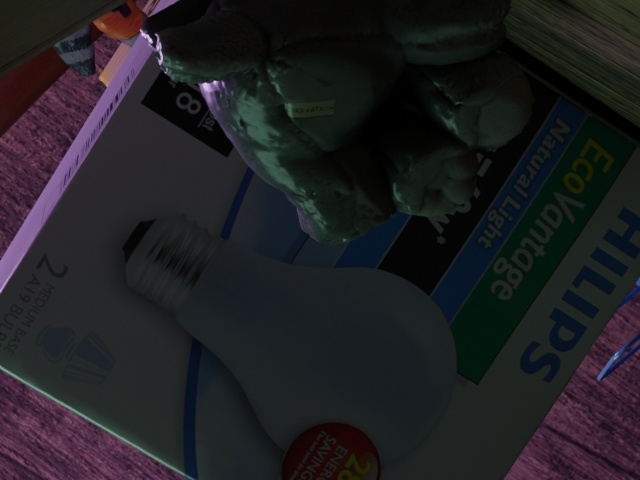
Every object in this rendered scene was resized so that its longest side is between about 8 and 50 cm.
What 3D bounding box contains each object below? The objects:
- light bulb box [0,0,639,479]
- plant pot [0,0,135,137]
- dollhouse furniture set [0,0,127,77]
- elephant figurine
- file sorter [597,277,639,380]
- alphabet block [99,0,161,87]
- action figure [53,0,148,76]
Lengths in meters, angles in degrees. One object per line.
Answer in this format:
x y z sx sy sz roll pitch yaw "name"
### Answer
0.000 0.000 1.229 0.361 0.358 0.225 31 -175 -12 "light bulb box"
-0.298 -0.250 1.614 0.272 0.265 0.272 39 180 0 "plant pot"
-0.195 -0.224 0.945 0.242 0.161 0.212 44 153 20 "dollhouse furniture set"
-0.007 -0.118 0.903 0.239 0.169 0.186 -120 6 -49 "elephant figurine"
0.230 0.022 1.501 0.170 0.104 0.118 49 170 13 "file sorter"
-0.097 -0.194 1.866 0.192 0.197 0.193 31 -177 -18 "alphabet block"
-0.290 -0.251 1.424 0.341 0.330 0.178 -4 -154 19 "action figure"
